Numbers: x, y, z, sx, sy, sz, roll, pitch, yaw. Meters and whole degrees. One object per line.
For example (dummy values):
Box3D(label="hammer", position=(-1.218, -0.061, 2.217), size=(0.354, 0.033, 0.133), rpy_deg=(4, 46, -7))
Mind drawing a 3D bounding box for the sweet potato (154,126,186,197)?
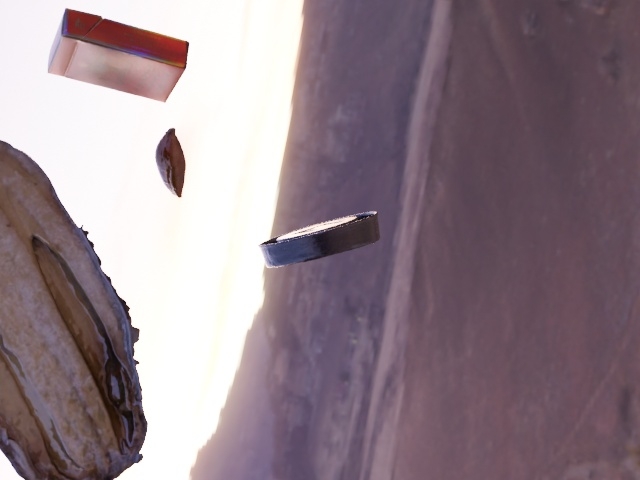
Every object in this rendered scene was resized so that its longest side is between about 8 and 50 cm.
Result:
Box3D(label="sweet potato", position=(-0.167, -0.084, 1.182), size=(0.034, 0.034, 0.095), rpy_deg=(-79, -12, -53))

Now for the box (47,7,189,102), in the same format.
Box3D(label="box", position=(-0.281, -0.254, 1.461), size=(0.112, 0.175, 0.048), rpy_deg=(141, 137, -58))

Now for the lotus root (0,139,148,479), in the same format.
Box3D(label="lotus root", position=(-0.261, 0.074, 0.935), size=(0.078, 0.167, 0.329), rpy_deg=(-1, 113, 64))

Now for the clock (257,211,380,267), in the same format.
Box3D(label="clock", position=(0.000, 0.000, 1.560), size=(0.184, 0.184, 0.040), rpy_deg=(-82, -23, -85))
